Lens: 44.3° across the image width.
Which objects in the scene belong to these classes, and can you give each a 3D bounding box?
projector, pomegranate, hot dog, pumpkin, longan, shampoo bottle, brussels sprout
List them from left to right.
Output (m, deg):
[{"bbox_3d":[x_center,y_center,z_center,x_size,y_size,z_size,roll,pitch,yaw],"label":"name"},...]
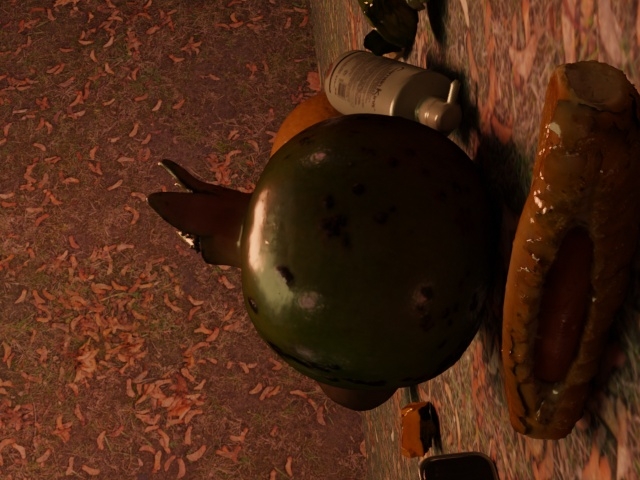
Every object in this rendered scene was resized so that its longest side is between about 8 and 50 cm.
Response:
[{"bbox_3d":[0.009,0.019,0.747,0.291,0.323,0.290,172,90,-79],"label":"pomegranate"},{"bbox_3d":[0.067,0.200,1.418,0.198,0.198,0.212,93,172,-75],"label":"longan"},{"bbox_3d":[0.085,-0.307,0.905,0.139,0.101,0.181,65,-162,-67],"label":"brussels sprout"},{"bbox_3d":[0.086,-0.160,0.890,0.262,0.085,0.085,-135,37,-63],"label":"shampoo bottle"},{"bbox_3d":[0.150,0.285,1.194,0.083,0.054,0.074,5,-98,-71],"label":"pumpkin"},{"bbox_3d":[0.148,0.286,0.847,0.082,0.083,0.083,87,176,-47],"label":"projector"},{"bbox_3d":[0.149,0.025,0.475,0.289,0.068,0.083,81,-156,-44],"label":"hot dog"}]

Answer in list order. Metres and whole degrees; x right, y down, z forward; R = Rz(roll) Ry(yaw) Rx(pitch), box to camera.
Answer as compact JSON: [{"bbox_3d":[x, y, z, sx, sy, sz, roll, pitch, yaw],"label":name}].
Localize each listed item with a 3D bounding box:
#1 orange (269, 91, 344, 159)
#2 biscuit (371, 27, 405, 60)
[{"bbox_3d":[0.034,-0.090,1.098,0.236,0.236,0.236,174,90,-88],"label":"orange"},{"bbox_3d":[0.095,-0.361,1.148,0.265,0.040,0.188,-101,6,-54],"label":"biscuit"}]
